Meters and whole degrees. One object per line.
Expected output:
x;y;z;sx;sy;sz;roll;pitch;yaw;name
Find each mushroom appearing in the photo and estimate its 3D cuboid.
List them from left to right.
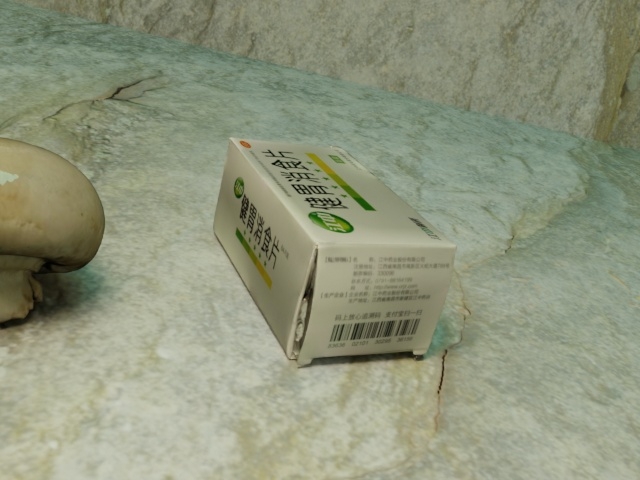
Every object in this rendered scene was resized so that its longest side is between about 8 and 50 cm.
-0.328;-0.009;0.764;0.227;0.178;0.226;6;-9;1;mushroom

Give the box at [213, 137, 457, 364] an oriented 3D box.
0.001;0.001;0.945;0.173;0.145;0.333;0;26;-25;box
